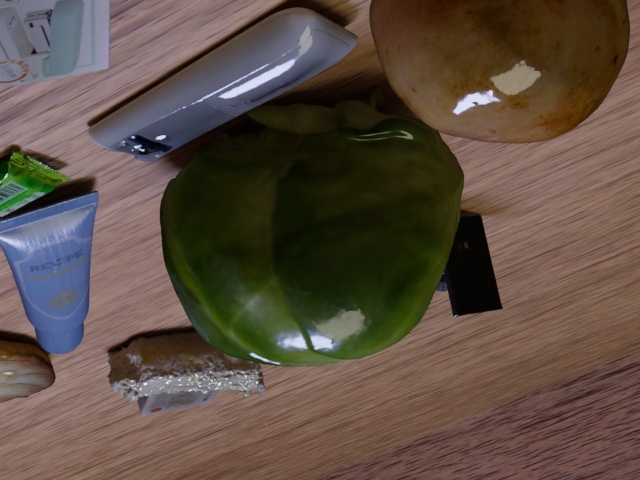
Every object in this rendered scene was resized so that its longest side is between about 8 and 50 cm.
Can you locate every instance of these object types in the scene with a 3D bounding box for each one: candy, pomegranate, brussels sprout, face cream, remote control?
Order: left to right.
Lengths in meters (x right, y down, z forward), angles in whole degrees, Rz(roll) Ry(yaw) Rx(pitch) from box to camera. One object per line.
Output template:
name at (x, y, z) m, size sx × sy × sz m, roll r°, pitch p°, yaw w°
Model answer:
candy at (-0.391, -0.049, 1.643) m, size 0.178 × 0.032 × 0.102 m, roll -26°, pitch 161°, yaw 20°
face cream at (-0.353, 0.047, 1.852) m, size 0.136 × 0.086 × 0.385 m, roll -18°, pitch 157°, yaw -16°
remote control at (-0.106, -0.159, 1.543) m, size 0.313 × 0.055 × 0.109 m, roll -27°, pitch 157°, yaw 26°
brussels sprout at (0.000, 0.000, 1.703) m, size 0.371 × 0.314 × 0.276 m, roll -24°, pitch 167°, yaw -12°
pomegranate at (0.171, -0.205, 1.398) m, size 0.252 × 0.229 × 0.270 m, roll -2°, pitch 161°, yaw -32°

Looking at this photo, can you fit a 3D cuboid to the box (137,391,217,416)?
box at (-0.244, 0.242, 2.466) m, size 0.141 × 0.058 × 0.201 m, roll -9°, pitch 158°, yaw -19°

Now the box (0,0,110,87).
box at (-0.252, -0.233, 1.207) m, size 0.135 × 0.079 × 0.269 m, roll -12°, pitch 159°, yaw -14°

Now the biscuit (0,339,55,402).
biscuit at (-0.508, 0.191, 2.152) m, size 0.154 × 0.045 × 0.299 m, roll -18°, pitch 159°, yaw 8°

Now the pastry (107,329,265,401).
pastry at (-0.223, 0.202, 2.321) m, size 0.258 × 0.121 × 0.089 m, roll 1°, pitch 128°, yaw -25°

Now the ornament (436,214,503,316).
ornament at (0.149, 0.049, 2.181) m, size 0.196 × 0.166 × 0.153 m, roll -14°, pitch 173°, yaw 31°
